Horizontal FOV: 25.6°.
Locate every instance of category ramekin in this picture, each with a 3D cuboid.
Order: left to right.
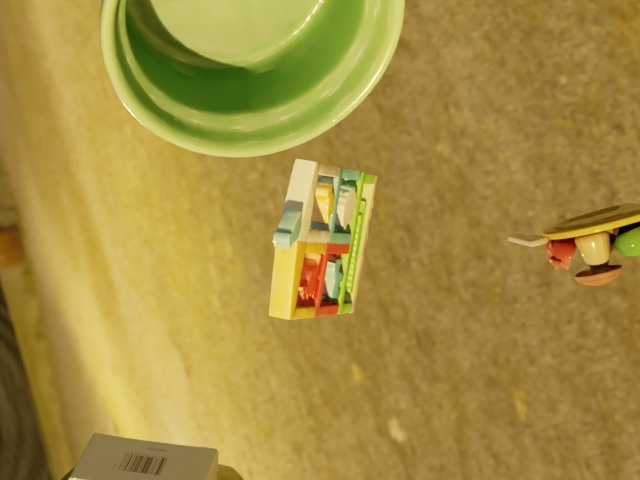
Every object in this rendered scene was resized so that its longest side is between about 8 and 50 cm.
[{"bbox_3d":[-0.081,-0.249,1.417,0.148,0.303,0.303,-115,17,-50],"label":"ramekin"}]

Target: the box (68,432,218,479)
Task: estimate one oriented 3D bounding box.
[{"bbox_3d":[-0.174,0.290,1.379,0.091,0.130,0.170,-72,-11,-66],"label":"box"}]

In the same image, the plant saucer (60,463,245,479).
[{"bbox_3d":[-0.191,0.280,1.643,0.188,0.188,0.045,-25,54,54],"label":"plant saucer"}]

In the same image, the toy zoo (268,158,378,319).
[{"bbox_3d":[0.000,0.000,1.755,0.293,0.030,0.192,1,-81,-70],"label":"toy zoo"}]

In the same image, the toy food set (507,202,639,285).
[{"bbox_3d":[0.316,0.005,1.532,0.128,0.218,0.071,-174,69,-77],"label":"toy food set"}]
